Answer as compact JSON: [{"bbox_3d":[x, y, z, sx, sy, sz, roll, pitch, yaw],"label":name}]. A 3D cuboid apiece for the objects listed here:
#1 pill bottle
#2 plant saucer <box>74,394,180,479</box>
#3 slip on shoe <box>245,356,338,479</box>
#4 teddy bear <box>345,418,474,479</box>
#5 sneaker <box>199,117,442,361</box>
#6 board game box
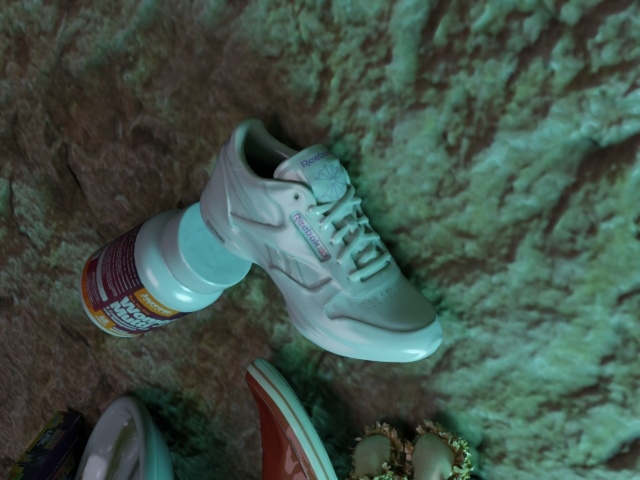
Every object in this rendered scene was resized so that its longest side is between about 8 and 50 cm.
[{"bbox_3d":[-0.182,0.034,1.115,0.221,0.121,0.121,-24,96,46],"label":"pill bottle"},{"bbox_3d":[-0.272,0.422,1.332,0.400,0.100,0.401,-42,41,50],"label":"plant saucer"},{"bbox_3d":[-0.029,0.297,1.100,0.123,0.101,0.331,161,90,-82],"label":"slip on shoe"},{"bbox_3d":[0.140,0.350,1.038,0.245,0.113,0.338,-36,80,41],"label":"teddy bear"},{"bbox_3d":[0.000,0.000,0.939,0.305,0.114,0.152,39,135,18],"label":"sneaker"},{"bbox_3d":[-0.420,0.373,1.480,0.048,0.170,0.141,7,120,13],"label":"board game box"}]
